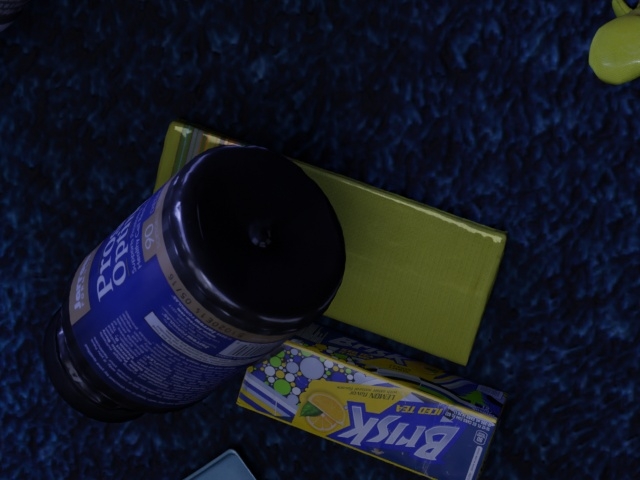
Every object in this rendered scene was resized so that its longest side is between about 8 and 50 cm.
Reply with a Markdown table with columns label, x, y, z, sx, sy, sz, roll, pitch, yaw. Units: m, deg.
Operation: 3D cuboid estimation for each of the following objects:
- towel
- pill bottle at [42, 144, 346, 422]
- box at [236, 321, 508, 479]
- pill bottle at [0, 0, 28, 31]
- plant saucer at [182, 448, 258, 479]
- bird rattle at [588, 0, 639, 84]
| label | x | y | z | sx | sy | sz | roll | pitch | yaw |
| --- | --- | --- | --- | --- | --- | --- | --- | --- | --- |
| towel | 0.000 | 0.000 | 1.183 | 0.237 | 0.021 | 0.102 | 19 | 115 | 8 |
| pill bottle | -0.089 | 0.038 | 1.128 | 0.123 | 0.123 | 0.219 | 50 | 138 | -3 |
| box | 0.035 | 0.105 | 1.183 | 0.169 | 0.054 | 0.059 | 20 | 109 | 9 |
| pill bottle | -0.227 | -0.226 | 1.101 | 0.162 | 0.162 | 0.278 | 39 | 111 | 1 |
| plant saucer | -0.113 | 0.219 | 1.274 | 0.192 | 0.018 | 0.067 | -34 | 95 | 22 |
| bird rattle | 0.222 | -0.199 | 1.037 | 0.207 | 0.143 | 0.253 | -18 | 87 | 7 |
